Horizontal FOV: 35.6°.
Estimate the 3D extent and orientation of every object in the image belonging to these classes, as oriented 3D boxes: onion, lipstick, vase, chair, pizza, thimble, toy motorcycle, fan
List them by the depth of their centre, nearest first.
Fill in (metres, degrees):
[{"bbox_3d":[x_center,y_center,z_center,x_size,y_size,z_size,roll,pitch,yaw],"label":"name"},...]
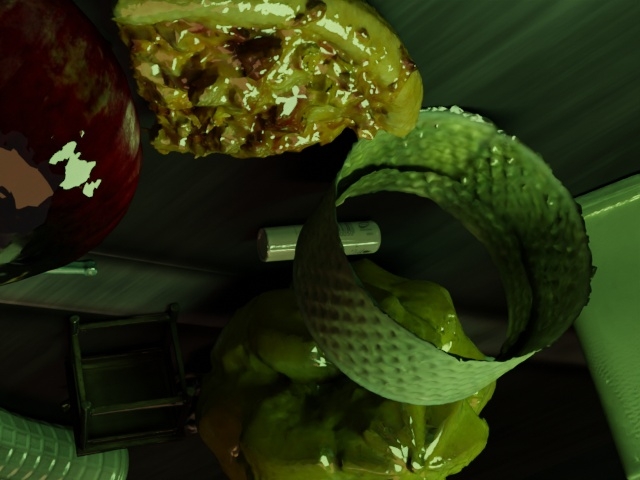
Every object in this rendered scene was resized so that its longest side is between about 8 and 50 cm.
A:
[{"bbox_3d":[-0.232,-0.103,0.652,0.273,0.285,0.273,19,142,16],"label":"onion"},{"bbox_3d":[-0.051,-0.125,0.812,0.226,0.086,0.335,-34,150,32],"label":"pizza"},{"bbox_3d":[0.112,0.019,0.981,0.270,0.271,0.150,-3,154,-23],"label":"thimble"},{"bbox_3d":[-0.331,0.029,1.053,0.193,0.016,0.038,0,149,-27],"label":"fan"},{"bbox_3d":[0.000,0.000,1.138,0.141,0.040,0.040,-5,153,-21],"label":"lipstick"},{"bbox_3d":[-0.257,0.201,1.307,0.154,0.142,0.260,-5,150,-17],"label":"chair"},{"bbox_3d":[-0.423,0.307,1.437,0.143,0.143,0.299,-24,150,18],"label":"vase"},{"bbox_3d":[-0.165,0.242,1.485,0.129,0.094,0.229,3,154,-36],"label":"toy motorcycle"}]

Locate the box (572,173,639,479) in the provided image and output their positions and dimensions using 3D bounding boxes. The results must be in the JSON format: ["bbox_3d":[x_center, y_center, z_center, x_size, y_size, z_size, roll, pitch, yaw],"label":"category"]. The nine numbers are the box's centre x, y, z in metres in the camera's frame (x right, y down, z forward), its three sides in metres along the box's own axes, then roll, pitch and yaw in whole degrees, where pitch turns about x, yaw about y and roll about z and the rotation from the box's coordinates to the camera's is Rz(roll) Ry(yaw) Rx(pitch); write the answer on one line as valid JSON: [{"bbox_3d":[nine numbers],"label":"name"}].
[{"bbox_3d":[0.440,0.141,1.306,0.177,0.344,0.352,-20,154,18],"label":"box"}]

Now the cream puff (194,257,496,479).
[{"bbox_3d":[0.042,0.197,1.177,0.378,0.379,0.275,-12,170,-6],"label":"cream puff"}]
